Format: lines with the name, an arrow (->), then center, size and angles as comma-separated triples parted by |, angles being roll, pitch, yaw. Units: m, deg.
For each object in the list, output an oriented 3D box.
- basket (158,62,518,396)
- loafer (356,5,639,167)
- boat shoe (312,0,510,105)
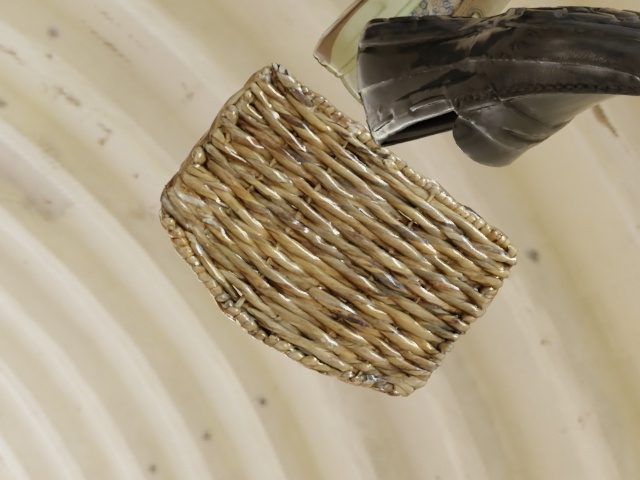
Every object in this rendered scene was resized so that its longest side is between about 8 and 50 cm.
basket -> 0.000, 0.000, 1.116 | 0.213, 0.299, 0.223 | -53, -173, 1
loafer -> 0.098, -0.075, 0.586 | 0.223, 0.076, 0.078 | 10, -79, 55
boat shoe -> 0.124, -0.190, 0.771 | 0.285, 0.089, 0.104 | -39, -170, 22
